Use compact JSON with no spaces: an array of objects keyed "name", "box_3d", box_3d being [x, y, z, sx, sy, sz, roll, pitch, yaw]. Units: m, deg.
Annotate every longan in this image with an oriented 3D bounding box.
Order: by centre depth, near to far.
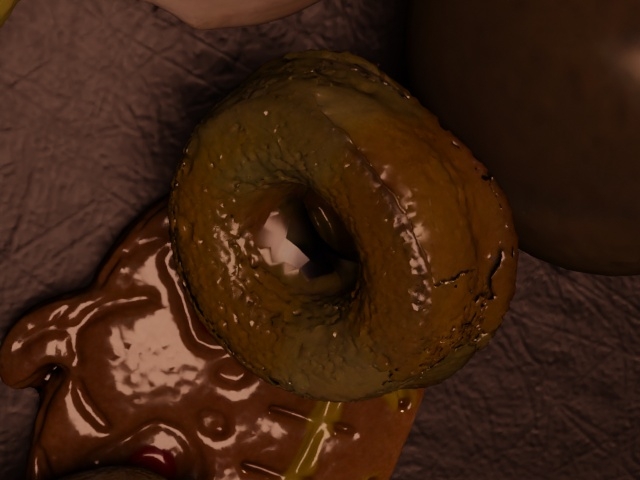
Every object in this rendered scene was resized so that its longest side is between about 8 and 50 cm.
[{"name":"longan","box_3d":[0.244,-0.150,1.159,0.361,0.361,0.361,-3,104,-12]}]

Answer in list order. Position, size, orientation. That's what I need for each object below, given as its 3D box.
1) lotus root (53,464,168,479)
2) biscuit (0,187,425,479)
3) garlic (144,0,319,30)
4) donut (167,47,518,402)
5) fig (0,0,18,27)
[{"name":"lotus root","box_3d":[-0.168,0.231,1.210,0.192,0.088,0.113,-20,119,3]},{"name":"biscuit","box_3d":[-0.091,0.133,1.274,0.350,0.070,0.394,15,100,-15]},{"name":"garlic","box_3d":[-0.030,-0.288,1.107,0.246,0.231,0.340,39,87,-20]},{"name":"donut","box_3d":[0.000,0.000,1.117,0.272,0.107,0.272,10,111,27]},{"name":"fig","box_3d":[-0.352,-0.190,1.050,0.258,0.258,0.326,38,105,-18]}]
